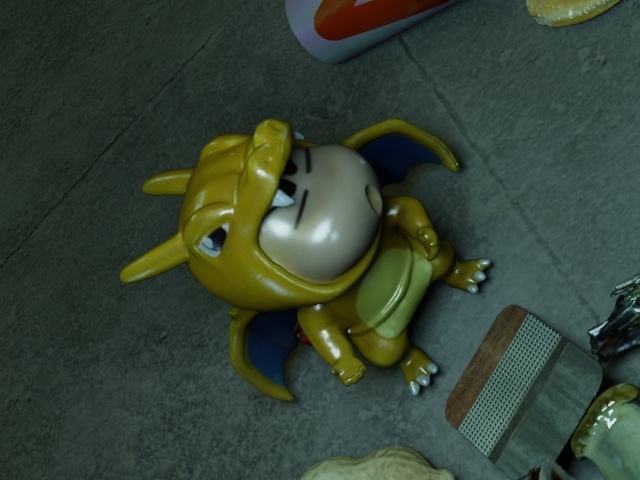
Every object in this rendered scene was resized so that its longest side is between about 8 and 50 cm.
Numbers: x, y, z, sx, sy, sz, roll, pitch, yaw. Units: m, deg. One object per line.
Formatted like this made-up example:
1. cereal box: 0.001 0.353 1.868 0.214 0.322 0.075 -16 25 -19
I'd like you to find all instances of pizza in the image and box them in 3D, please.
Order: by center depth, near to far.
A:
1. pizza: 0.318 -0.375 1.854 0.181 0.034 0.262 -50 46 12

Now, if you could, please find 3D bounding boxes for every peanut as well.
1. peanut: 0.064 0.305 1.726 0.228 0.086 0.104 -18 51 32

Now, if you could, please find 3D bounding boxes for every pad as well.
1. pad: 0.247 0.097 1.620 0.250 0.055 0.323 -142 63 -66

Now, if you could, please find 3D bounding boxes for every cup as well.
1. cup: 0.094 -0.368 1.963 0.288 0.203 0.203 -30 52 39

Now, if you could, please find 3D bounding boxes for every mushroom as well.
1. mushroom: 0.370 0.288 1.451 0.107 0.087 0.333 -58 44 29

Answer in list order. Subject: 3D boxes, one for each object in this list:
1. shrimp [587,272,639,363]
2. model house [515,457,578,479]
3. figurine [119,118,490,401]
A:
1. shrimp: 0.456 0.092 1.484 0.365 0.071 0.233 -24 61 27
2. model house: 0.219 0.443 1.454 0.282 0.317 0.297 -43 7 47
3. figurine: -0.017 0.033 1.727 0.401 0.387 0.268 -53 30 15
